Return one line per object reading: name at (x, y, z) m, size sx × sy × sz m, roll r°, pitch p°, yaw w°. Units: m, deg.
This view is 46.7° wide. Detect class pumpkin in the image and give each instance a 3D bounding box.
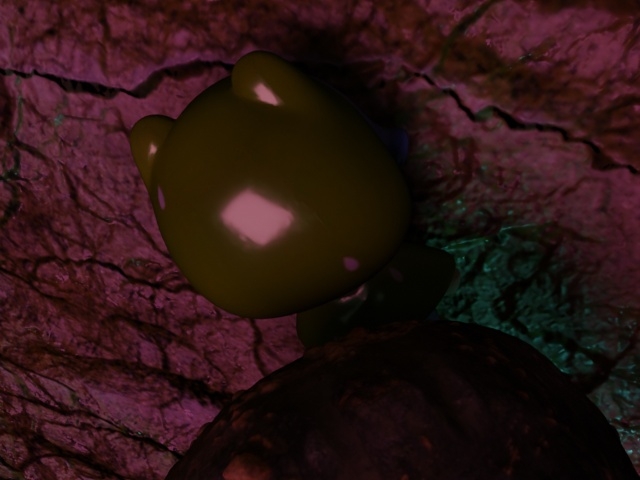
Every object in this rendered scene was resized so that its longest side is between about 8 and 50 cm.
pumpkin at (0.023, 0.198, 0.410) m, size 0.257 × 0.291 × 0.328 m, roll 55°, pitch 136°, yaw 44°

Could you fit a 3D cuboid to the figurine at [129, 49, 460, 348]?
figurine at (0.000, 0.000, 0.486) m, size 0.162 × 0.143 × 0.263 m, roll -21°, pitch 124°, yaw 29°
